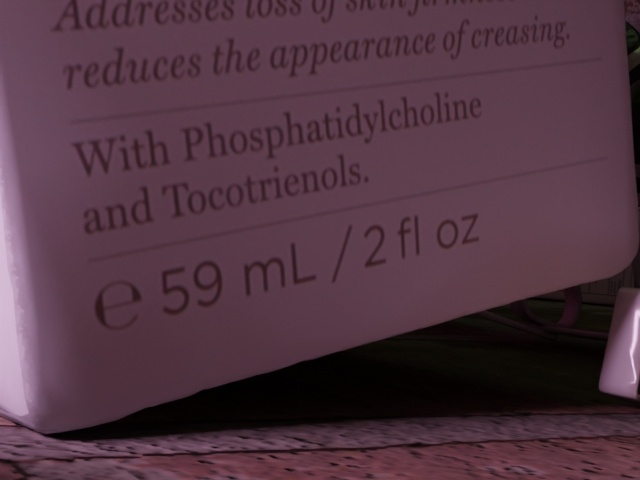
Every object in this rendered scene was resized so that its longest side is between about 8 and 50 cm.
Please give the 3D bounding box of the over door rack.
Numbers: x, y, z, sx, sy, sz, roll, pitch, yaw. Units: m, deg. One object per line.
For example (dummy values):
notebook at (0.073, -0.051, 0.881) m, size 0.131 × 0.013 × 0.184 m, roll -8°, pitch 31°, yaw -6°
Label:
over door rack at (0.180, 0.030, 0.731) m, size 0.239 × 0.108 × 0.324 m, roll 4°, pitch 0°, yaw 43°

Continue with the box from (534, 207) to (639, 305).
box at (0.313, 0.012, 1.623) m, size 0.311 × 0.148 × 0.121 m, roll 6°, pitch 1°, yaw 16°

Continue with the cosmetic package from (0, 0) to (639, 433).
cosmetic package at (-0.082, -0.160, 0.553) m, size 0.329 × 0.394 × 0.327 m, roll -12°, pitch 11°, yaw -36°

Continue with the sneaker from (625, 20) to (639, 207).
sneaker at (0.282, -0.046, 0.869) m, size 0.257 × 0.169 × 0.447 m, roll 37°, pitch -10°, yaw -29°
